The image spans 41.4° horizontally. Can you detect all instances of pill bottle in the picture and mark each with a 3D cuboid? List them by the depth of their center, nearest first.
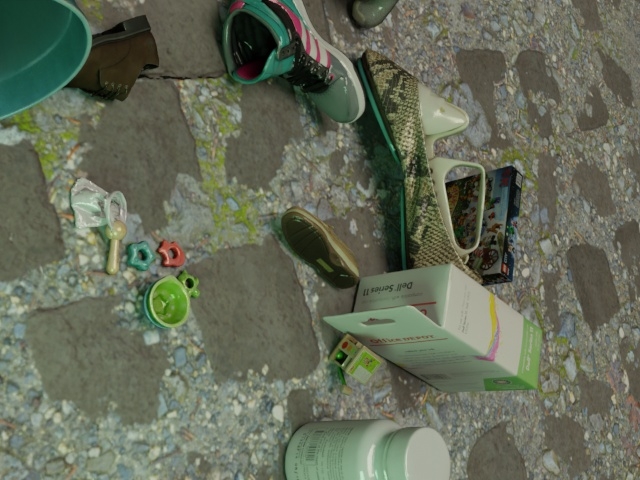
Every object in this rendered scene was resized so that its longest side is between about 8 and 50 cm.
[{"bbox_3d":[0.069,0.329,1.243,0.131,0.229,0.131,14,70,-43],"label":"pill bottle"}]

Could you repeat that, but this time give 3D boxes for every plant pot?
[{"bbox_3d":[-0.417,-0.289,0.896,0.272,0.272,0.255,-11,73,-47],"label":"plant pot"}]

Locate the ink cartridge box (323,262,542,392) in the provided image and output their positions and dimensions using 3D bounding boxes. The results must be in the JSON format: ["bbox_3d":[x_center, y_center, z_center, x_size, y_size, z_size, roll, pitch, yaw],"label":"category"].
[{"bbox_3d":[0.196,0.144,1.442,0.353,0.207,0.119,34,59,-37],"label":"ink cartridge box"}]

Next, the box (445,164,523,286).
[{"bbox_3d":[0.301,-0.021,1.634,0.044,0.159,0.233,34,56,-38],"label":"box"}]

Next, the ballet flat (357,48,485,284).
[{"bbox_3d":[0.204,-0.131,1.542,0.164,0.182,0.482,1,77,-74],"label":"ballet flat"}]

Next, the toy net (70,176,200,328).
[{"bbox_3d":[-0.241,0.005,1.141,0.122,0.045,0.232,-47,113,-42],"label":"toy net"}]

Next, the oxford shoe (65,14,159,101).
[{"bbox_3d":[-0.293,-0.225,1.124,0.227,0.083,0.096,-39,112,-44],"label":"oxford shoe"}]

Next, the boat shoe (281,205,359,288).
[{"bbox_3d":[0.000,0.000,1.392,0.190,0.068,0.072,51,35,-37],"label":"boat shoe"}]

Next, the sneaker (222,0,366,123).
[{"bbox_3d":[-0.051,-0.281,1.359,0.295,0.124,0.178,51,44,-16],"label":"sneaker"}]

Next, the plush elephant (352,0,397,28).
[{"bbox_3d":[0.106,-0.598,1.528,0.255,0.330,0.272,39,68,-3],"label":"plush elephant"}]

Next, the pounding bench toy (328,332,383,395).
[{"bbox_3d":[0.047,0.205,1.383,0.052,0.065,0.083,39,85,-33],"label":"pounding bench toy"}]
